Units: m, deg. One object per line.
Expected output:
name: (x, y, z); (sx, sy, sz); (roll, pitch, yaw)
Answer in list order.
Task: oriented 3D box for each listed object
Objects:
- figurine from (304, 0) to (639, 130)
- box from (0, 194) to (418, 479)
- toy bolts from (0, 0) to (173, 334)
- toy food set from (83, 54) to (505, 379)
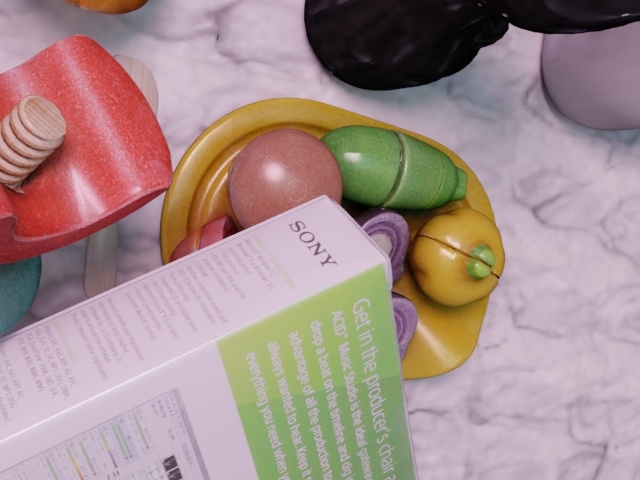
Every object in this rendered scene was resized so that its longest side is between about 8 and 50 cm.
figurine: (0.126, -0.098, 0.479); (0.214, 0.209, 0.092); (8, 94, -20)
box: (-0.108, 0.141, 0.459); (0.322, 0.058, 0.232); (-23, 132, -14)
toy bolts: (-0.158, -0.063, 0.432); (0.218, 0.158, 0.229); (-7, 66, -54)
toy food set: (0.000, 0.000, 0.521); (0.217, 0.071, 0.128); (14, 92, -20)
